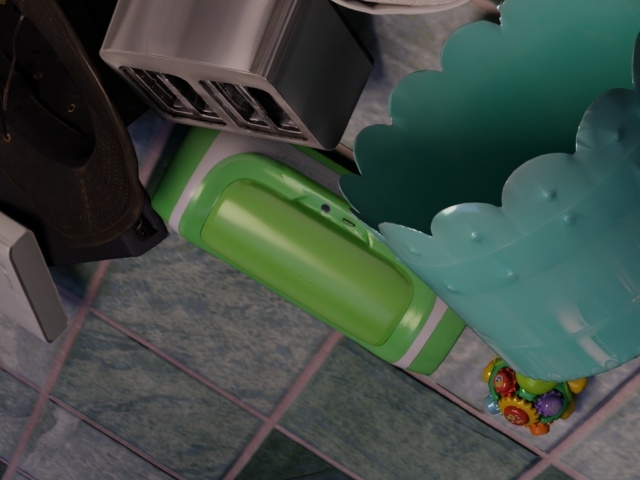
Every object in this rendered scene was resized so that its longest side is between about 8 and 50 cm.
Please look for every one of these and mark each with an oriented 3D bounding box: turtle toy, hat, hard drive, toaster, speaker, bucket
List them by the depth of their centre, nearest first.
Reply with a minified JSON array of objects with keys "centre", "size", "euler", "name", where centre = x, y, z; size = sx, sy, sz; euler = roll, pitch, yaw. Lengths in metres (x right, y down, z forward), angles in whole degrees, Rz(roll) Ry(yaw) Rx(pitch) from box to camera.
[{"centre":[0.173,-0.047,1.213],"size":[0.281,0.281,0.183],"euler":[-16,125,47],"name":"bucket"},{"centre":[-0.066,-0.157,1.343],"size":[0.168,0.110,0.185],"euler":[11,162,25],"name":"toaster"},{"centre":[-0.226,-0.163,1.476],"size":[0.331,0.134,0.331],"euler":[34,141,32],"name":"hat"},{"centre":[0.000,0.000,1.518],"size":[0.297,0.131,0.131],"euler":[32,145,1],"name":"speaker"},{"centre":[0.198,0.136,1.583],"size":[0.095,0.066,0.130],"euler":[25,145,9],"name":"turtle toy"},{"centre":[-0.282,-0.075,1.692],"size":[0.172,0.054,0.254],"euler":[-6,131,33],"name":"hard drive"},{"centre":[-0.416,-0.022,1.809],"size":[0.308,0.040,0.203],"euler":[31,156,21],"name":"hard drive"}]

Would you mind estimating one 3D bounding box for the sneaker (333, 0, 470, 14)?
[{"centre":[-0.001,-0.241,1.167],"size":[0.293,0.169,0.108],"euler":[18,117,13],"name":"sneaker"}]
